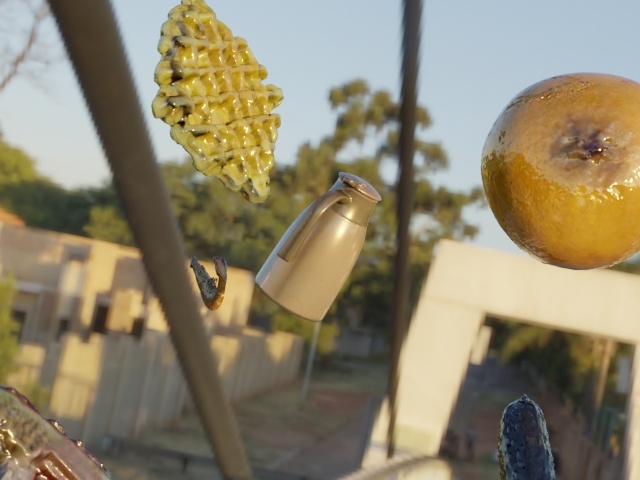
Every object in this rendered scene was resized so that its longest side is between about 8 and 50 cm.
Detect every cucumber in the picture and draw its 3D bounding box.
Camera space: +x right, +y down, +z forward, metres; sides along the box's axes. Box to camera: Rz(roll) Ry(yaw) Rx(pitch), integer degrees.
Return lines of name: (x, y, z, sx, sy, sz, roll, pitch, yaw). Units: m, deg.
cucumber: (0.219, 0.263, 1.364, 0.067, 0.245, 0.067, -5, -44, -5)

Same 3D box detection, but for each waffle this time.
waffle: (-0.121, -0.161, 1.498, 0.054, 0.223, 0.204, -18, -46, 27)

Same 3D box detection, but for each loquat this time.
loquat: (0.339, -0.093, 1.707, 0.263, 0.263, 0.263, 11, -3, 1)

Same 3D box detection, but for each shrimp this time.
shrimp: (-0.177, 0.052, 2.101, 0.025, 0.091, 0.127, -2, 36, -31)

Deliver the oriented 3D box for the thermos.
thermos: (0.000, 0.000, 1.726, 0.105, 0.193, 0.137, 40, 15, 25)

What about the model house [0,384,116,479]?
model house: (-0.464, 0.417, 1.693, 0.360, 0.297, 0.339, 50, 24, -19)
